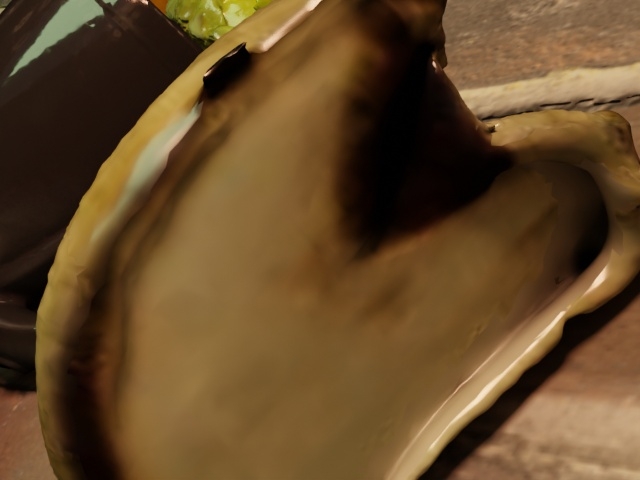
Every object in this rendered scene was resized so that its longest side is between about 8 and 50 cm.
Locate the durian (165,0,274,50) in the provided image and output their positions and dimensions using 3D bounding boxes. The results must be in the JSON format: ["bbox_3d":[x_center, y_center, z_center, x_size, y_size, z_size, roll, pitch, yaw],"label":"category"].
[{"bbox_3d":[-0.064,-0.196,0.947,0.139,0.101,0.250,-19,26,-14],"label":"durian"}]

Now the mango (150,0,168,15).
[{"bbox_3d":[-0.208,-0.234,1.151,0.176,0.139,0.254,-3,35,29],"label":"mango"}]

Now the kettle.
[{"bbox_3d":[-0.194,-0.046,0.824,0.290,0.207,0.268,-46,56,-2],"label":"kettle"}]

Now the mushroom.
[{"bbox_3d":[-0.009,-0.002,0.501,0.292,0.217,0.212,-37,25,2],"label":"mushroom"}]
